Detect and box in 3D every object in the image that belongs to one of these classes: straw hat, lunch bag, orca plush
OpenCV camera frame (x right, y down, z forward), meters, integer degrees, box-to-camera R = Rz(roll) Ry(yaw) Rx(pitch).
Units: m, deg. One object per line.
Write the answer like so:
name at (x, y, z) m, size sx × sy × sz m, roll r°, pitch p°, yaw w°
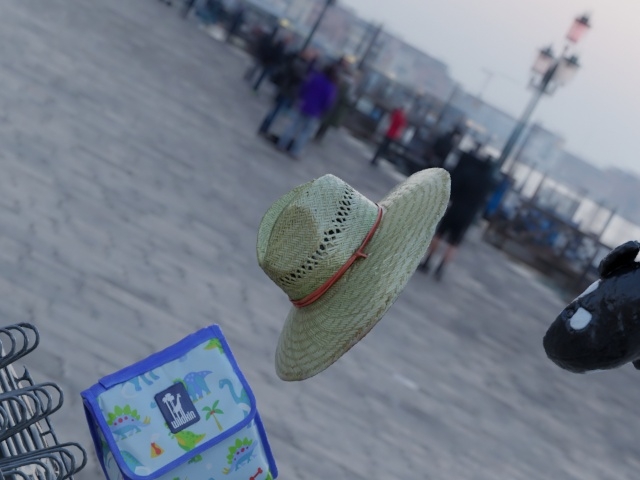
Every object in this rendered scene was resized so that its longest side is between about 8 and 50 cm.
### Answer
straw hat at (0.000, 0.000, 0.831) m, size 0.061 × 0.144 × 0.144 m, roll 39°, pitch 3°, yaw -18°
lunch bag at (-0.119, 0.156, 1.277) m, size 0.096 × 0.129 × 0.151 m, roll 32°, pitch -37°, yaw 53°
orca plush at (0.375, 0.078, 1.559) m, size 0.287 × 0.151 × 0.102 m, roll -8°, pitch 25°, yaw -11°

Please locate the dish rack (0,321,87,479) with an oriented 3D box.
dish rack at (-0.168, 0.134, 0.837) m, size 0.271 × 0.074 × 0.208 m, roll -4°, pitch 74°, yaw -83°
